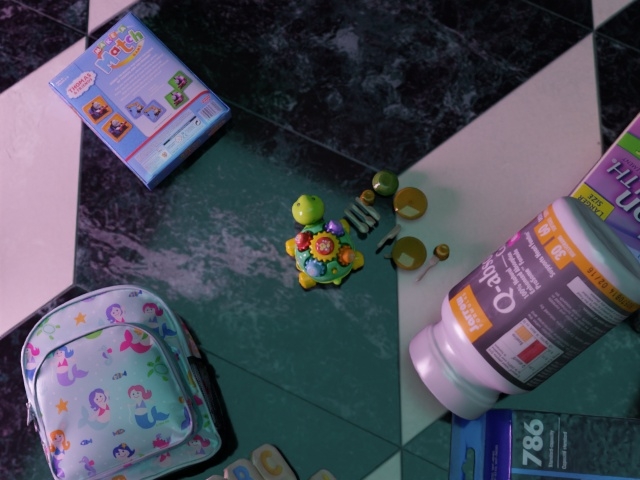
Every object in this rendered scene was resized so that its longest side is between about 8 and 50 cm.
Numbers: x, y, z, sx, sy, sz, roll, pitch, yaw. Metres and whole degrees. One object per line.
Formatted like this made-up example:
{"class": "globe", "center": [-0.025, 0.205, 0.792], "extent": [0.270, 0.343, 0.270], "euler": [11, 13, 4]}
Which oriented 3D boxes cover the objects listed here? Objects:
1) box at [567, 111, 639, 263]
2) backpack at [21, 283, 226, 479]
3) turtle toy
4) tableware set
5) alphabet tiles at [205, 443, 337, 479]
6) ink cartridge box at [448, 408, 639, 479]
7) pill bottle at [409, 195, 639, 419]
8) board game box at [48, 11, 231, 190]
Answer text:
{"class": "box", "center": [0.468, -0.053, 1.271], "extent": [0.213, 0.117, 0.243], "euler": [41, 81, 9]}
{"class": "backpack", "center": [-0.255, 0.186, 1.192], "extent": [0.225, 0.191, 0.254], "euler": [-20, 73, -3]}
{"class": "turtle toy", "center": [0.000, 0.000, 1.286], "extent": [0.095, 0.066, 0.130], "euler": [-23, 78, -5]}
{"class": "tableware set", "center": [0.115, -0.023, 1.316], "extent": [0.154, 0.024, 0.104], "euler": [43, 78, 10]}
{"class": "alphabet tiles", "center": [-0.020, 0.374, 1.110], "extent": [0.021, 0.284, 0.278], "euler": [-43, 77, 27]}
{"class": "ink cartridge box", "center": [0.333, 0.306, 1.218], "extent": [0.332, 0.065, 0.166], "euler": [3, 78, 2]}
{"class": "pill bottle", "center": [0.253, 0.089, 1.171], "extent": [0.278, 0.162, 0.162], "euler": [-43, 79, 21]}
{"class": "board game box", "center": [-0.256, -0.200, 1.348], "extent": [0.160, 0.039, 0.211], "euler": [-43, 81, -9]}
